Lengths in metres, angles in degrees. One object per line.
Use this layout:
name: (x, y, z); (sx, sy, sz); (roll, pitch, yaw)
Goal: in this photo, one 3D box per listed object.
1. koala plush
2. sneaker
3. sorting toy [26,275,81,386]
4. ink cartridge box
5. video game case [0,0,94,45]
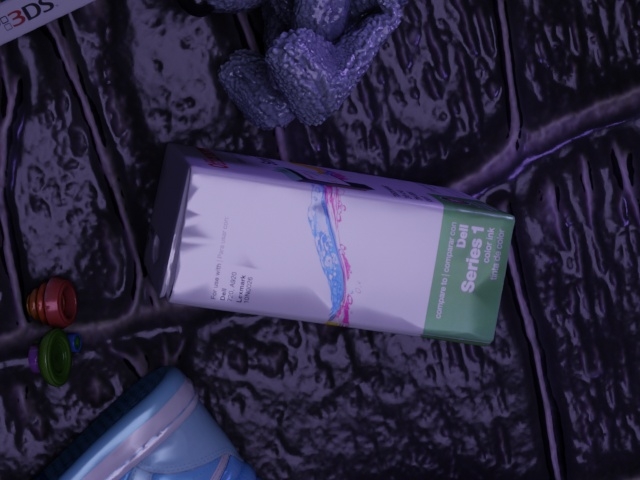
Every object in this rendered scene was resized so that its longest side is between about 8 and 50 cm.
koala plush: (-0.048, -0.234, 1.481); (0.221, 0.196, 0.203); (38, 79, -14)
sneaker: (-0.180, 0.288, 1.565); (0.319, 0.127, 0.208); (-43, 103, -1)
sorting toy: (-0.242, 0.082, 1.553); (0.042, 0.061, 0.102); (-3, 63, 18)
ink cartridge box: (0.000, 0.000, 1.511); (0.278, 0.201, 0.117); (9, 97, -12)
video game case: (-0.294, -0.271, 1.438); (0.210, 0.042, 0.232); (-19, 106, 28)
